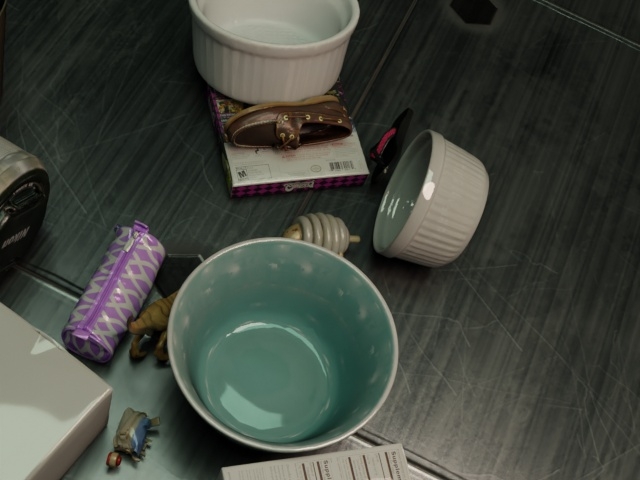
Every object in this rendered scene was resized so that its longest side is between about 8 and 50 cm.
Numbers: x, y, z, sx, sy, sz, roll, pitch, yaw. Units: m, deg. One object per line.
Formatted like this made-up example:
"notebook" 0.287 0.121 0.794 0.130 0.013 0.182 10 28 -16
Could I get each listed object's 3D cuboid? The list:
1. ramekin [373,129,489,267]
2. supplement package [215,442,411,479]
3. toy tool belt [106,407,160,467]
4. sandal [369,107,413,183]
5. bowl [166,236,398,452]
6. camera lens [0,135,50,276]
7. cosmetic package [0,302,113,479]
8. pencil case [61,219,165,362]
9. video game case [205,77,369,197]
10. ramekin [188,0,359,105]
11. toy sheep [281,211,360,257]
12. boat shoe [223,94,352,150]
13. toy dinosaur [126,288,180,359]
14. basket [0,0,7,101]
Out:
"ramekin" 0.173 -0.056 1.618 0.109 0.207 0.207 22 57 -11
"supplement package" -0.009 0.361 1.362 0.244 0.139 0.133 -4 62 -17
"toy tool belt" -0.250 0.270 1.407 0.051 0.052 0.083 14 58 4
"sandal" 0.109 -0.161 1.738 0.040 0.067 0.179 35 48 -16
"bowl" -0.064 0.168 1.447 0.312 0.163 0.311 7 59 -11
"camera lens" -0.532 -0.072 1.437 0.274 0.219 0.219 30 58 5
"cosmetic package" -0.460 0.281 1.290 0.217 0.156 0.385 37 58 9
"pencil case" -0.291 0.072 1.491 0.086 0.088 0.206 22 58 -2
"video game case" -0.057 -0.177 1.721 0.232 0.042 0.210 -7 62 -18
"ramekin" -0.083 -0.341 1.723 0.277 0.135 0.277 6 43 -6
"toy sheep" 0.000 0.000 1.610 0.132 0.091 0.091 2 59 -29
"boat shoe" -0.047 -0.179 1.654 0.207 0.073 0.073 -15 62 -21
"toy dinosaur" -0.237 0.115 1.459 0.064 0.112 0.211 16 19 17
"basket" -0.544 -0.286 1.555 0.154 0.227 0.204 20 58 -2
